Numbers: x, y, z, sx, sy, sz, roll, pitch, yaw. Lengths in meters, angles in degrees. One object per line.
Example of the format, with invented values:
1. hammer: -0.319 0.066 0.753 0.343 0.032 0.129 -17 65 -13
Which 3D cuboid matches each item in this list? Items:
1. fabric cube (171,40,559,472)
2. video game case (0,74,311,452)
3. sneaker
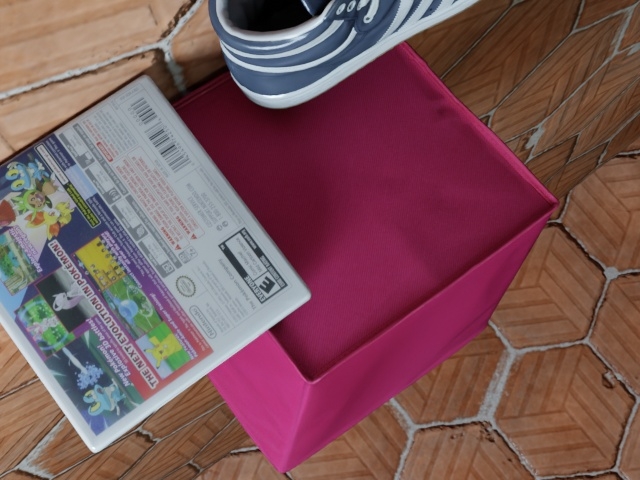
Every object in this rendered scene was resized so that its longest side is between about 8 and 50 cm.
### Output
1. fabric cube: 0.000 0.000 0.969 0.254 0.259 0.258 -33 162 -18
2. video game case: -0.138 0.012 0.785 0.183 0.201 0.023 -35 173 -13
3. sneaker: 0.045 -0.204 0.786 0.282 0.099 0.153 -37 167 3
